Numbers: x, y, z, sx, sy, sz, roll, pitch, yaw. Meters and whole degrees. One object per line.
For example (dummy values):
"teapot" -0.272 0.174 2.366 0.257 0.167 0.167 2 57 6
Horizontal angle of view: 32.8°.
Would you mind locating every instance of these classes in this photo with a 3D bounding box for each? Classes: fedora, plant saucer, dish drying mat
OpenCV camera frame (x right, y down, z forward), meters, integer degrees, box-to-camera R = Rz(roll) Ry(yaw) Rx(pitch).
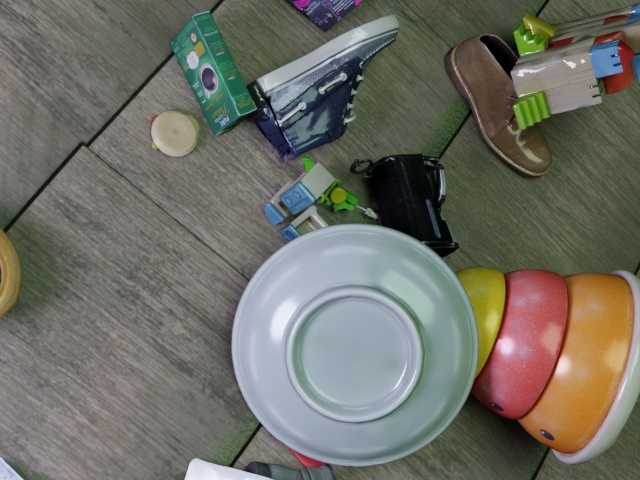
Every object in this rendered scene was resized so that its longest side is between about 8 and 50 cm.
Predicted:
"fedora" -0.536 0.049 1.591 0.194 0.079 0.194 6 71 -19
"plant saucer" 0.054 0.175 1.723 0.401 0.100 0.400 0 96 2
"dish drying mat" -0.021 0.358 1.802 0.032 0.008 0.083 -44 97 -27

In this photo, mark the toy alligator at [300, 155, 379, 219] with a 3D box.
"toy alligator" 0.023 -0.077 1.914 0.190 0.056 0.051 38 102 -27

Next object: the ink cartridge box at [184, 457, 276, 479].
"ink cartridge box" -0.171 0.494 1.581 0.207 0.119 0.353 11 68 15

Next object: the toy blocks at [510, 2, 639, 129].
"toy blocks" 0.517 -0.343 2.020 0.381 0.261 0.190 -51 126 -56

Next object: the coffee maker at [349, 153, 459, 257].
"coffee maker" 0.146 -0.052 1.921 0.171 0.120 0.178 -7 70 -14

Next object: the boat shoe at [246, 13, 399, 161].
"boat shoe" 0.025 -0.268 1.931 0.341 0.127 0.158 -31 98 -21

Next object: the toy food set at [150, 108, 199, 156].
"toy food set" -0.246 -0.180 1.822 0.083 0.020 0.083 18 70 -21

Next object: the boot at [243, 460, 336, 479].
"boot" -0.044 0.472 1.718 0.161 0.083 0.246 12 72 -23

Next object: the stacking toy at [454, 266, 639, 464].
"stacking toy" 0.291 0.158 1.876 0.480 0.350 0.350 18 69 -4

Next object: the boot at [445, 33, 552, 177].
"boot" 0.362 -0.257 2.086 0.112 0.115 0.305 -39 97 -32

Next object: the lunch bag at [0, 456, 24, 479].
"lunch bag" -0.460 0.367 1.562 0.083 0.053 0.071 44 60 1

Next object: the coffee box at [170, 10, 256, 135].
"coffee box" -0.181 -0.278 1.828 0.040 0.113 0.184 -25 87 -32

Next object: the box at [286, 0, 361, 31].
"box" 0.044 -0.511 1.917 0.142 0.247 0.163 37 64 -14

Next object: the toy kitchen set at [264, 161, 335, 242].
"toy kitchen set" 0.000 0.000 1.813 0.207 0.166 0.122 46 62 -8
